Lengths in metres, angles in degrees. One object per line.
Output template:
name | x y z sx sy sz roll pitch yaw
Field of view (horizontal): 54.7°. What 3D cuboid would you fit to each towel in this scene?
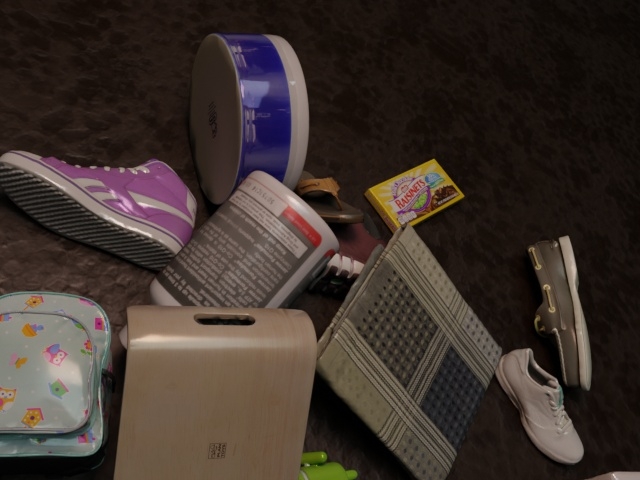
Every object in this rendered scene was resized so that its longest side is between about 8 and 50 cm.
towel | 0.144 0.179 0.970 0.324 0.056 0.312 52 53 -19

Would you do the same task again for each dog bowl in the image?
dog bowl | -0.121 -0.187 0.974 0.104 0.265 0.265 -5 64 -27

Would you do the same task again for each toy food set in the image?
toy food set | -0.136 0.230 0.741 0.219 0.092 0.306 5 97 -24

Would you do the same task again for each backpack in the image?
backpack | -0.309 0.145 0.672 0.165 0.144 0.189 3 52 -14

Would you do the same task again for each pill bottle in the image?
pill bottle | -0.122 0.060 0.827 0.161 0.161 0.283 41 81 1

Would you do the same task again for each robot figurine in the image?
robot figurine | -0.005 0.339 0.838 0.115 0.067 0.101 1 73 -27

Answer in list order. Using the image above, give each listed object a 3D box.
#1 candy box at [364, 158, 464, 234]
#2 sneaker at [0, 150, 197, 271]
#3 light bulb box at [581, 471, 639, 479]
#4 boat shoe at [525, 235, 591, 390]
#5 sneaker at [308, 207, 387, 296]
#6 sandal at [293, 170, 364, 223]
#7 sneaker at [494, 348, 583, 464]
candy box | 0.188 -0.088 1.225 0.205 0.027 0.105 -27 73 -37
sneaker | -0.318 -0.077 0.920 0.282 0.102 0.161 30 48 -22
light bulb box | 0.360 0.497 0.745 0.225 0.358 0.361 7 57 -21
boat shoe | 0.455 0.138 1.185 0.109 0.091 0.305 47 39 -53
sneaker | 0.000 0.000 1.040 0.281 0.106 0.163 20 47 -26
sandal | -0.002 -0.084 1.037 0.089 0.060 0.219 -4 28 -24
sneaker | 0.389 0.282 1.059 0.080 0.094 0.212 -25 75 -37
